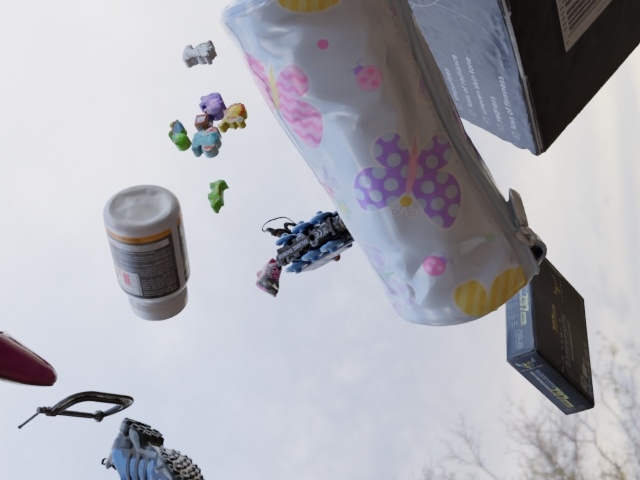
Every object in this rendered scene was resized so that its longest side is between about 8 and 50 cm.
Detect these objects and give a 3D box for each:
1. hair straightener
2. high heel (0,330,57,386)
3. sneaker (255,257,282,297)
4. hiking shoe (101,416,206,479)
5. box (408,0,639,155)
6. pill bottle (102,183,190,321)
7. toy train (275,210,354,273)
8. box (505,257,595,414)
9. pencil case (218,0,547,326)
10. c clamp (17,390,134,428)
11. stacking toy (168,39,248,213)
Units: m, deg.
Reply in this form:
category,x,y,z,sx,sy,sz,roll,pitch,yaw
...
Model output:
category,x,y,z,sx,sy,sz,roll,pitch,yaw
hair straightener,-0.043,-0.011,2.092,0.089,0.231,0.047,-57,-23,-50
high heel,-0.508,0.069,1.090,0.377,0.127,0.181,31,-109,-30
sneaker,-0.095,0.068,1.558,0.047,0.057,0.119,35,-169,-19
hiking shoe,-0.357,0.509,1.733,0.113,0.304,0.132,32,-94,-44
box,0.187,-0.448,1.180,0.297,0.472,0.480,-48,-38,-11
pill bottle,-0.364,0.032,1.715,0.162,0.162,0.278,-59,-23,-45
toy train,0.000,0.000,1.417,0.105,0.184,0.080,-8,-108,-46
box,0.376,0.142,1.322,0.183,0.059,0.232,41,-141,-28
pencil case,0.046,-0.069,0.536,0.113,0.124,0.273,-44,-67,-26
c clamp,-0.403,0.284,1.353,0.161,0.137,0.022,19,-137,-49
stacking toy,-0.169,-0.179,1.245,0.167,0.052,0.221,64,-156,-52
